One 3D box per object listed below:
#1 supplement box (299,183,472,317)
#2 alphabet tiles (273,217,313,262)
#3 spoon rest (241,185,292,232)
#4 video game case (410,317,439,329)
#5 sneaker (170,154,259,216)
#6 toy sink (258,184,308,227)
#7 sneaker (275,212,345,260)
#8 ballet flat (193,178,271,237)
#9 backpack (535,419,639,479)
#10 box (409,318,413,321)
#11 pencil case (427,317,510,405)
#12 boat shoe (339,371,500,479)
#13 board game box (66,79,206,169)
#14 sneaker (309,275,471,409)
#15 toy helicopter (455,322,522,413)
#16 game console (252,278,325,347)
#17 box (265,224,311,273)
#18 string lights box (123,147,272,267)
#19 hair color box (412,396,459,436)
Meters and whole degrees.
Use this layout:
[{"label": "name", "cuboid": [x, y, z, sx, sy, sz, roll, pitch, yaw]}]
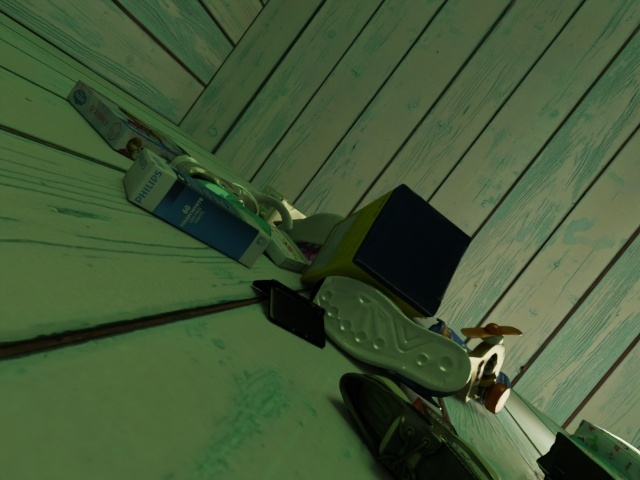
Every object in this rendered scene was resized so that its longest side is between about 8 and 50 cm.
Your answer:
[{"label": "supplement box", "cuboid": [0.128, 0.049, 0.945, 0.195, 0.194, 0.356, 37, -21, -10]}, {"label": "alphabet tiles", "cuboid": [-0.023, 0.010, 1.379, 0.198, 0.009, 0.237, -3, -42, 31]}, {"label": "spoon rest", "cuboid": [-0.203, -0.106, 1.190, 0.276, 0.084, 0.137, 24, -27, -30]}, {"label": "video game case", "cuboid": [0.368, 0.300, 1.601, 0.244, 0.061, 0.269, 45, -10, -3]}, {"label": "sneaker", "cuboid": [-0.262, -0.109, 1.030, 0.252, 0.103, 0.111, 29, 12, -27]}, {"label": "toy sink", "cuboid": [-0.174, -0.115, 1.595, 0.234, 0.131, 0.153, 34, 5, -41]}, {"label": "sneaker", "cuboid": [0.000, -0.001, 1.277, 0.282, 0.102, 0.161, -3, -32, 37]}, {"label": "ballet flat", "cuboid": [-0.207, -0.054, 0.938, 0.247, 0.083, 0.087, 33, 19, -32]}, {"label": "backpack", "cuboid": [0.630, 0.530, 0.895, 0.253, 0.191, 0.225, 41, 0, -32]}, {"label": "box", "cuboid": [0.256, 0.264, 1.524, 0.169, 0.059, 0.054, 39, 2, 31]}, {"label": "pencil case", "cuboid": [0.446, 0.383, 1.300, 0.306, 0.119, 0.133, 40, 30, -1]}, {"label": "boat shoe", "cuboid": [0.090, 0.216, 0.436, 0.073, 0.080, 0.223, 29, 3, -33]}, {"label": "board game box", "cuboid": [-0.479, -0.272, 1.136, 0.318, 0.066, 0.318, 39, 4, 30]}, {"label": "sneaker", "cuboid": [0.131, 0.202, 0.824, 0.322, 0.130, 0.236, 27, -15, 16]}, {"label": "toy helicopter", "cuboid": [0.405, 0.308, 1.069, 0.140, 0.235, 0.355, 28, 2, 43]}, {"label": "game console", "cuboid": [-0.055, 0.122, 0.690, 0.122, 0.071, 0.107, 36, -26, -30]}, {"label": "box", "cuboid": [-0.106, 0.019, 1.126, 0.145, 0.038, 0.186, 50, 9, 22]}, {"label": "string lights box", "cuboid": [-0.228, -0.060, 0.783, 0.259, 0.077, 0.133, 35, 4, -36]}, {"label": "hair color box", "cuboid": [0.154, 0.272, 0.553, 0.072, 0.043, 0.141, 39, 4, 4]}]
